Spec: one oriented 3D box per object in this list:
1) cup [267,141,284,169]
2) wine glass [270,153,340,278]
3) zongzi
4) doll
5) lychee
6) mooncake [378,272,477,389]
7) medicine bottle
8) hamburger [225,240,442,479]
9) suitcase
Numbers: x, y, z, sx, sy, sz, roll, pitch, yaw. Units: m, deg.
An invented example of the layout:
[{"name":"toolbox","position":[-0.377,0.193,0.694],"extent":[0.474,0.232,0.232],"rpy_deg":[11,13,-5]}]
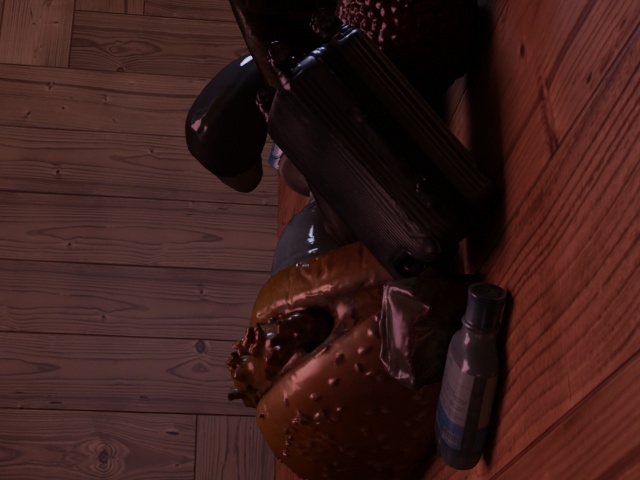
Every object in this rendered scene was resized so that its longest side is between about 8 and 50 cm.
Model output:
[{"name":"cup","position":[-0.011,-0.226,2.426],"extent":[0.300,0.167,0.173],"rpy_deg":[33,113,51]},{"name":"wine glass","position":[0.005,-0.003,2.112],"extent":[0.190,0.190,0.357],"rpy_deg":[104,171,-55]},{"name":"zongzi","position":[-0.012,-0.191,1.561],"extent":[0.208,0.432,0.403],"rpy_deg":[-13,73,36]},{"name":"doll","position":[-0.053,-0.231,1.968],"extent":[0.252,0.379,0.382],"rpy_deg":[61,174,33]},{"name":"lychee","position":[0.110,-0.258,1.442],"extent":[0.194,0.194,0.194],"rpy_deg":[-177,90,-83]},{"name":"mooncake","position":[0.134,0.105,1.353],"extent":[0.073,0.125,0.130],"rpy_deg":[15,105,47]},{"name":"medicine bottle","position":[0.167,0.148,1.286],"extent":[0.090,0.054,0.208],"rpy_deg":[-100,16,-65]},{"name":"hamburger","position":[0.013,0.187,1.598],"extent":[0.445,0.287,0.268],"rpy_deg":[101,167,-59]},{"name":"suitcase","position":[0.062,-0.105,1.366],"extent":[0.312,0.128,0.202],"rpy_deg":[50,165,5]}]
